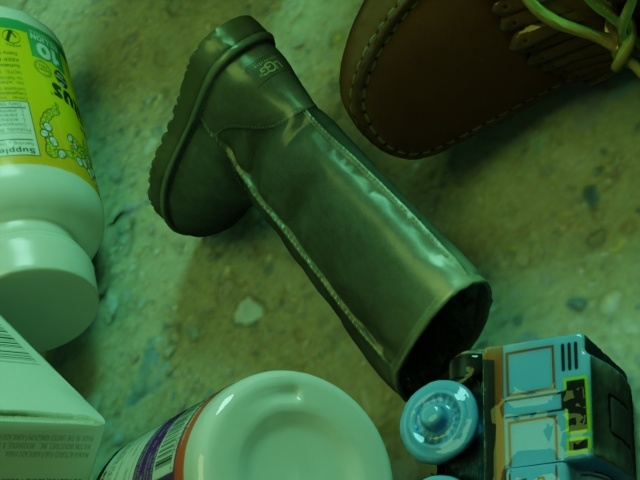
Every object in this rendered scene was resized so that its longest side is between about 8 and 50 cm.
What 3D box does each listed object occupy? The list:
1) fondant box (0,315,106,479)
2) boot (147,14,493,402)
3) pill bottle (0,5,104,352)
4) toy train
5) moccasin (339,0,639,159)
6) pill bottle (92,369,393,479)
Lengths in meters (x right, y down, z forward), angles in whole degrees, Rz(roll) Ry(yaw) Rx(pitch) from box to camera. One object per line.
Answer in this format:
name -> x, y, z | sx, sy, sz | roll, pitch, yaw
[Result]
fondant box -> -0.254, 0.189, 1.050 | 0.238, 0.096, 0.330 | 36, 112, 48
boot -> -0.002, 0.002, 1.028 | 0.076, 0.190, 0.208 | -36, 71, -25
pill bottle -> -0.199, -0.037, 1.182 | 0.117, 0.117, 0.208 | -35, 50, 21
toy train -> 0.095, 0.134, 0.890 | 0.105, 0.080, 0.184 | -12, 61, 28
moccasin -> 0.177, -0.143, 0.932 | 0.380, 0.139, 0.147 | -25, 45, 16
pill bottle -> -0.055, 0.140, 0.953 | 0.193, 0.108, 0.108 | -33, 46, 55
